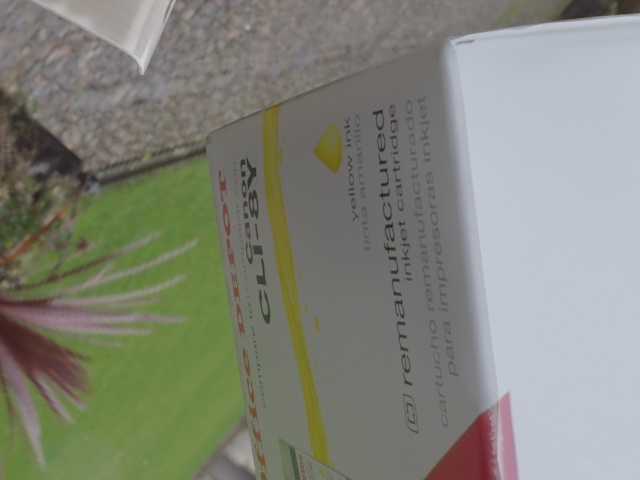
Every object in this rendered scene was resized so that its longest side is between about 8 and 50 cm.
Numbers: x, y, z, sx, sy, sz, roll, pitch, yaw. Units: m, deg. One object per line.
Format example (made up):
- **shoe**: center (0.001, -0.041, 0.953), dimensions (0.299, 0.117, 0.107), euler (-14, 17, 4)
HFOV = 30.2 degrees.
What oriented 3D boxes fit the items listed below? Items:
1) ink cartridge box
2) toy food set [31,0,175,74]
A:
- **ink cartridge box**: center (0.071, 0.054, 0.608), dimensions (0.160, 0.279, 0.384), euler (-9, -177, -17)
- **toy food set**: center (-0.320, -0.377, 1.523), dimensions (0.092, 0.306, 0.220), euler (-20, -134, 63)
